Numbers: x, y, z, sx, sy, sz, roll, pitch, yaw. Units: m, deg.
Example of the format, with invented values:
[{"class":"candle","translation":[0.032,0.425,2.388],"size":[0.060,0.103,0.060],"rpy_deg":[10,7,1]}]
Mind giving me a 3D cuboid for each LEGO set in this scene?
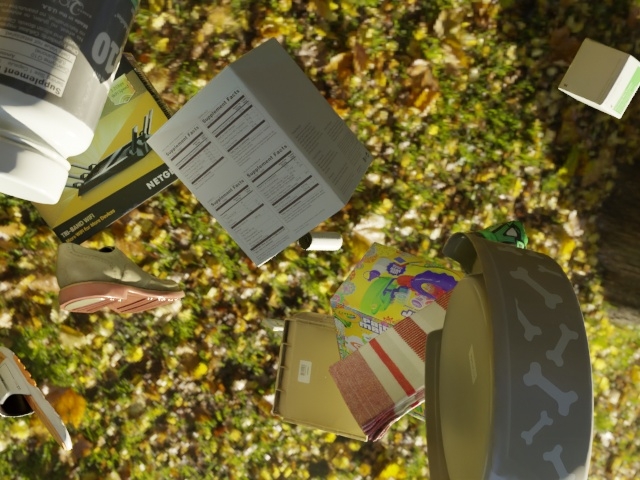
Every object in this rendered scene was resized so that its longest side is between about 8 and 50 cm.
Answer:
[{"class":"LEGO set","translation":[-0.012,0.251,1.935],"size":[0.244,0.182,0.060],"rpy_deg":[14,103,-47]}]

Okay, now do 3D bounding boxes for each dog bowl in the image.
[{"class":"dog bowl","translation":[0.193,0.164,0.790],"size":[0.102,0.349,0.349],"rpy_deg":[2,106,-2]}]

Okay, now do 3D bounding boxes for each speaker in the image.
[{"class":"speaker","translation":[0.000,0.000,2.057],"size":[0.136,0.055,0.055],"rpy_deg":[1,104,-50]}]

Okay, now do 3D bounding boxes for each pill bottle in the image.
[{"class":"pill bottle","translation":[-0.419,-0.252,1.069],"size":[0.204,0.204,0.361],"rpy_deg":[25,76,-38]}]

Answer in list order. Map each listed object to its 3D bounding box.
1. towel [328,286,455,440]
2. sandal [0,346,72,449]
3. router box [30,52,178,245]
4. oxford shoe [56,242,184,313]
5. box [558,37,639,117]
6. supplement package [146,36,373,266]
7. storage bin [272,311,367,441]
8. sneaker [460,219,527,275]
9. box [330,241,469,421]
[{"class":"towel","translation":[0.176,0.159,1.097],"size":[0.329,0.237,0.037],"rpy_deg":[-32,106,-3]},{"class":"sandal","translation":[-0.566,0.305,1.348],"size":[0.076,0.265,0.102],"rpy_deg":[-31,148,-32]},{"class":"router box","translation":[-0.414,-0.165,1.343],"size":[0.308,0.081,0.243],"rpy_deg":[-33,103,7]},{"class":"oxford shoe","translation":[-0.382,0.070,1.412],"size":[0.348,0.123,0.130],"rpy_deg":[24,49,-71]},{"class":"box","translation":[0.510,-0.293,1.293],"size":[0.087,0.102,0.101],"rpy_deg":[12,111,-43]},{"class":"supplement package","translation":[-0.088,-0.144,1.147],"size":[0.263,0.198,0.199],"rpy_deg":[49,30,-11]},{"class":"storage bin","translation":[0.032,0.329,1.772],"size":[0.123,0.260,0.262],"rpy_deg":[-2,100,-70]},{"class":"sneaker","translation":[0.411,0.057,1.669],"size":[0.146,0.134,0.343],"rpy_deg":[-19,161,0]},{"class":"box","translation":[0.197,0.196,1.401],"size":[0.177,0.290,0.279],"rpy_deg":[-51,148,-33]}]
